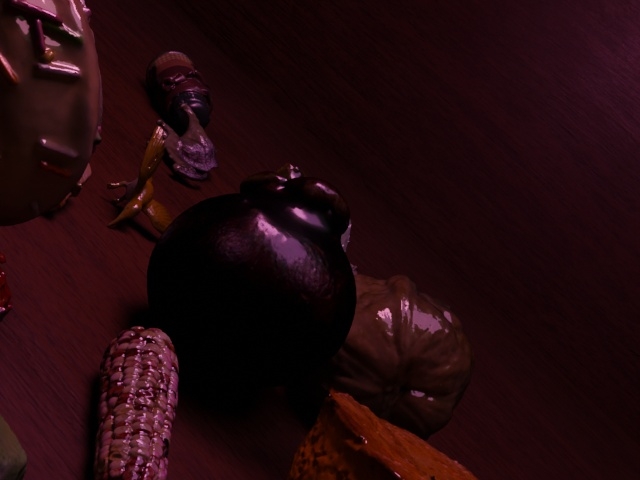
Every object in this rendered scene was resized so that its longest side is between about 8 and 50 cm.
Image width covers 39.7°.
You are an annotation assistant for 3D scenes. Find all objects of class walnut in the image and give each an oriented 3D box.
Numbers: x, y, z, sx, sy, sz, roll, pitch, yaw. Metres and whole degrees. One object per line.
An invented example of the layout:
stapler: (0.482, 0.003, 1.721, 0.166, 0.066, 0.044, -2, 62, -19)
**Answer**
walnut: (0.102, 0.184, 1.411, 0.277, 0.282, 0.253, -78, 158, -70)

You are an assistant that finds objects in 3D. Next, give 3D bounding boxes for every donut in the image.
donut: (0.128, 0.356, 1.072, 0.435, 0.163, 0.378, 36, 0, -44)
donut: (-0.403, -0.162, 1.021, 0.150, 0.371, 0.307, -22, 92, -55)

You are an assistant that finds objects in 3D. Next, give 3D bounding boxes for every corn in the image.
corn: (-0.201, 0.189, 0.952, 0.092, 0.092, 0.280, 36, 18, -21)

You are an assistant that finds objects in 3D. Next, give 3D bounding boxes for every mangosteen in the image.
mangosteen: (-0.076, 0.053, 1.222, 0.297, 0.313, 0.297, 49, 6, -7)

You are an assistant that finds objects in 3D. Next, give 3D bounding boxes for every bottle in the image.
bottle: (-0.346, -0.369, 2.200, 0.156, 0.143, 0.271, 30, 18, -37)

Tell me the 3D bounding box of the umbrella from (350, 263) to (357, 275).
umbrella: (0.084, 0.180, 1.711, 0.106, 0.113, 0.357, 5, 33, -20)

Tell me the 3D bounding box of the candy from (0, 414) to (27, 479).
candy: (-0.374, 0.105, 0.677, 0.343, 0.132, 0.142, 42, 56, 15)

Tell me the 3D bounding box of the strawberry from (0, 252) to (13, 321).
strawberry: (-0.411, -0.001, 0.917, 0.236, 0.111, 0.190, 46, 17, 25)

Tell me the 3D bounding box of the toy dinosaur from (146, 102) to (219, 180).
toy dinosaur: (-0.299, -0.206, 1.964, 0.162, 0.077, 0.294, 43, 27, -7)

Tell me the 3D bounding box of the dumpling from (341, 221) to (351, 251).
dumpling: (-0.002, 0.011, 1.948, 0.216, 0.149, 0.104, -133, -153, -54)

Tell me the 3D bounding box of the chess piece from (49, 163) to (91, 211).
chess piece: (-0.417, -0.184, 1.267, 0.137, 0.137, 0.300, -120, -172, -54)

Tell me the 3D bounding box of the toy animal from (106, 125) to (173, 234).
toy animal: (-0.312, -0.067, 1.479, 0.095, 0.155, 0.219, 21, -45, 39)
